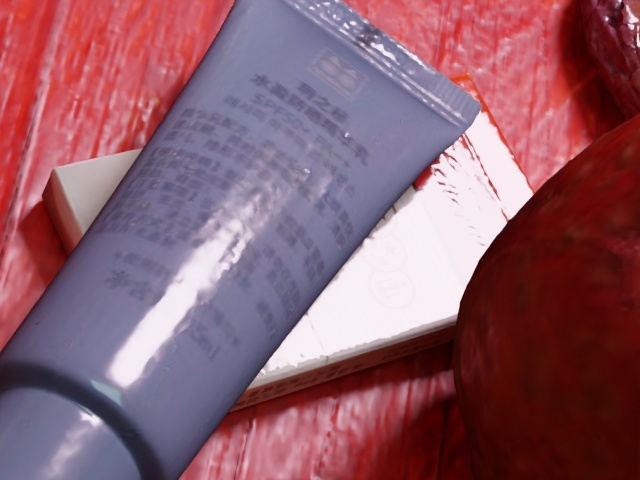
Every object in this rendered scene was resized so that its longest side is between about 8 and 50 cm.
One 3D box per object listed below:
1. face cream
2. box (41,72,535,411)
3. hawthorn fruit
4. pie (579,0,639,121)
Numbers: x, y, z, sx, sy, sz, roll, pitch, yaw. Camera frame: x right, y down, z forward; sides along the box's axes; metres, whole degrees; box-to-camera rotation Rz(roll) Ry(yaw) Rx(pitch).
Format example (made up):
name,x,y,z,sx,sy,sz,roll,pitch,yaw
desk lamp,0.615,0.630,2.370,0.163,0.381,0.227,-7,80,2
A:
name,x,y,z,sx,sy,sz,roll,pitch,yaw
face cream,-0.056,0.016,0.751,0.135,0.086,0.385,36,51,-2
box,0.000,0.000,0.850,0.245,0.035,0.139,-16,68,-30
hawthorn fruit,0.187,0.057,0.759,0.258,0.262,0.258,16,40,-14
pie,0.231,-0.110,1.005,0.182,0.049,0.182,13,56,-21
